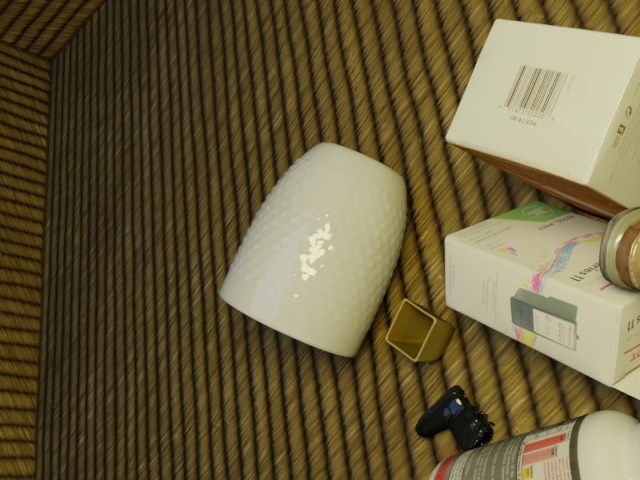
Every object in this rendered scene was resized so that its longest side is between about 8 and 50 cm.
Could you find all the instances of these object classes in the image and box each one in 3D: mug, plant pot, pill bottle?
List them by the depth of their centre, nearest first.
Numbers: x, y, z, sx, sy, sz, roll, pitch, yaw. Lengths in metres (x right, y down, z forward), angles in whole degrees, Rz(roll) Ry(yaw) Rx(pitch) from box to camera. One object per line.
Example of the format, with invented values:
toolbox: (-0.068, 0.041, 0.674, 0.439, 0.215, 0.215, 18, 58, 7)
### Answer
pill bottle: (0.328, 0.337, 0.972, 0.363, 0.210, 0.210, -31, 56, 37)
plant pot: (0.176, 0.156, 1.291, 0.081, 0.083, 0.081, 33, 101, 46)
mug: (0.000, 0.000, 1.427, 0.328, 0.276, 0.374, -65, 11, 0)

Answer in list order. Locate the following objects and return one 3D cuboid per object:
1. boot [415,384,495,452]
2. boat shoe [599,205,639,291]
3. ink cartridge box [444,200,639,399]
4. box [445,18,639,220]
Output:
boot: (0.216, 0.304, 1.230, 0.121, 0.045, 0.099, -53, 49, 20)
boat shoe: (0.478, 0.010, 0.860, 0.116, 0.325, 0.123, -147, 48, -69)
ink cartridge box: (0.361, 0.067, 1.014, 0.353, 0.207, 0.119, 26, 128, 47)
box: (0.367, -0.128, 0.985, 0.215, 0.345, 0.168, 28, 98, 48)
